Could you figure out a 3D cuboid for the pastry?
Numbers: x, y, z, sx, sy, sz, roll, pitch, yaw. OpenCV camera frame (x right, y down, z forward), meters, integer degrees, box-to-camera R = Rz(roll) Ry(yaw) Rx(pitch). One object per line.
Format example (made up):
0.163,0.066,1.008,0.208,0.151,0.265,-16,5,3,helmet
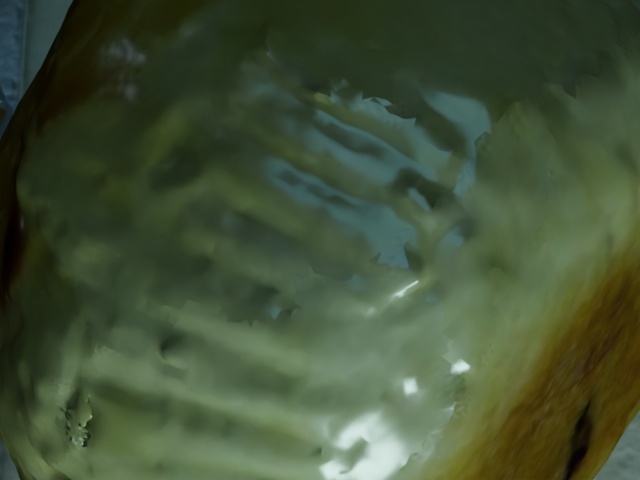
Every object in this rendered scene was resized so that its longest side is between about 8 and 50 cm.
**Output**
0.000,0.000,0.894,0.312,0.388,0.388,27,61,25,pastry

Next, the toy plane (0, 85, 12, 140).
-0.272,-0.017,0.997,0.244,0.117,0.245,4,61,-7,toy plane
